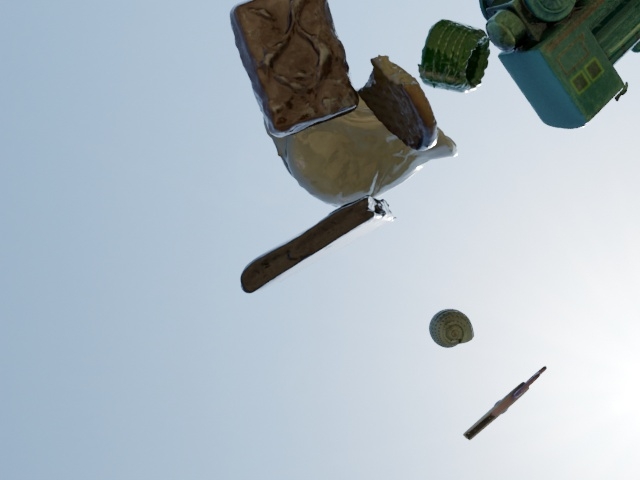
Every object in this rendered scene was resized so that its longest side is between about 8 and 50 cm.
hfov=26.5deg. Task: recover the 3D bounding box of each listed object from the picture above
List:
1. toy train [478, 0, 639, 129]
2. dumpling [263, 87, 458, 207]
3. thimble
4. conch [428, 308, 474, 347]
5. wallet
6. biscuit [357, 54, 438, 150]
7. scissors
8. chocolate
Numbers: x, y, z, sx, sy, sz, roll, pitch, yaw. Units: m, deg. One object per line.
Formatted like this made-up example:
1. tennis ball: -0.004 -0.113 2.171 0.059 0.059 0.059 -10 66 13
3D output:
1. toy train: 0.322 -0.283 1.564 0.298 0.120 0.194 -43 -72 -18
2. dumpling: 0.072 -0.146 2.136 0.318 0.242 0.187 8 -95 -46
3. thimble: 0.218 -0.299 2.215 0.090 0.118 0.130 18 -142 20
4. conch: 0.209 0.135 2.173 0.076 0.057 0.085 -7 -151 -12
5. wallet: 0.000 0.000 1.509 0.042 0.165 0.309 59 -174 2
6. biscuit: 0.105 -0.202 1.929 0.228 0.031 0.176 43 165 54
7. scissors: 0.291 0.261 2.156 0.022 0.176 0.085 47 -157 7
8. chocolate: -0.037 -0.265 1.921 0.093 0.148 0.214 139 110 -86
